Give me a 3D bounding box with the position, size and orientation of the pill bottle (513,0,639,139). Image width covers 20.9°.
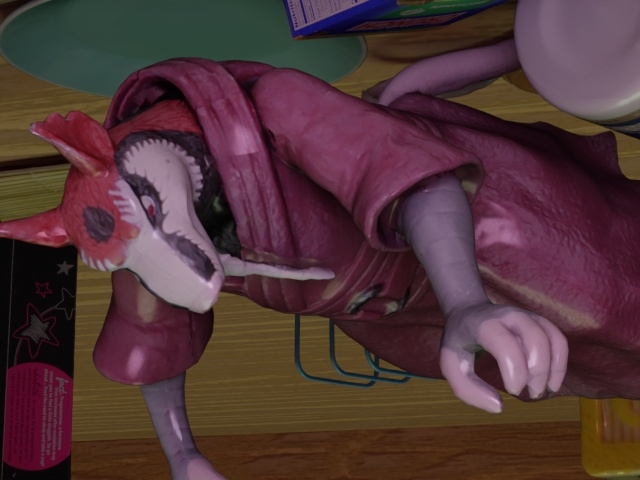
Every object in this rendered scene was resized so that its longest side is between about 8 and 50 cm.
[{"bbox_3d":[0.173,-0.086,0.797,0.094,0.094,0.169,-11,163,41],"label":"pill bottle"}]

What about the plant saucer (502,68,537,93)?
[{"bbox_3d":[0.140,-0.094,0.954,0.083,0.013,0.083,0,167,0],"label":"plant saucer"}]

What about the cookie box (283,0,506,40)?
[{"bbox_3d":[0.049,-0.118,0.732,0.091,0.040,0.107,-11,178,-39],"label":"cookie box"}]

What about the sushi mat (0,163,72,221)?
[{"bbox_3d":[-0.102,-0.038,1.202,0.316,0.019,0.151,-5,168,25],"label":"sushi mat"}]

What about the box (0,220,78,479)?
[{"bbox_3d":[-0.280,0.116,1.373,0.163,0.247,0.142,3,167,-12],"label":"box"}]

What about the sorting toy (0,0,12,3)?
[{"bbox_3d":[-0.118,-0.144,0.680,0.193,0.038,0.208,-8,171,32],"label":"sorting toy"}]

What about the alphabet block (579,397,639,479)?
[{"bbox_3d":[0.344,0.113,1.498,0.192,0.193,0.197,-8,165,29],"label":"alphabet block"}]

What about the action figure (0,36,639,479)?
[{"bbox_3d":[0.023,-0.022,0.742,0.248,0.276,0.370,-22,155,38],"label":"action figure"}]

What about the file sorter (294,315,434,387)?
[{"bbox_3d":[0.074,0.065,1.483,0.170,0.105,0.118,-11,164,41],"label":"file sorter"}]

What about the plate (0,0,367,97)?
[{"bbox_3d":[-0.069,-0.105,0.877,0.188,0.024,0.188,0,167,0],"label":"plate"}]
